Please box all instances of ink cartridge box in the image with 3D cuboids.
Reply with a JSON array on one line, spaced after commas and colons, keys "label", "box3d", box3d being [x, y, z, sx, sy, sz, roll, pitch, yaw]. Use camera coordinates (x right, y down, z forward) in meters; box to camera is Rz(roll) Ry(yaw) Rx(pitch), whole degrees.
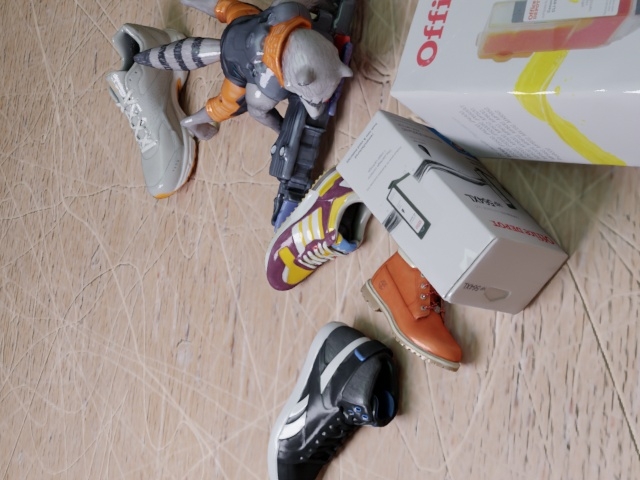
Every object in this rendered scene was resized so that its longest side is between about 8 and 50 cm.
[{"label": "ink cartridge box", "box3d": [0.280, -0.217, 0.858, 0.385, 0.160, 0.279, 8, 76, 44]}, {"label": "ink cartridge box", "box3d": [0.134, -0.029, 1.006, 0.086, 0.148, 0.203, -53, 53, 21]}]

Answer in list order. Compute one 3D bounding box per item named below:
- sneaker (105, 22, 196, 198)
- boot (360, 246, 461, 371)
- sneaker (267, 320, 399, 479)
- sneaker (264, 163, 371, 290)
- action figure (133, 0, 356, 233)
[{"label": "sneaker", "box3d": [-0.255, -0.189, 1.414, 0.099, 0.121, 0.262, -18, 71, 41]}, {"label": "boot", "box3d": [0.112, 0.071, 1.076, 0.084, 0.059, 0.158, -53, 51, 17]}, {"label": "sneaker", "box3d": [0.019, 0.211, 1.122, 0.121, 0.079, 0.216, 24, 98, 44]}, {"label": "sneaker", "box3d": [0.000, 0.000, 1.181, 0.185, 0.070, 0.084, -58, 45, 21]}, {"label": "action figure", "box3d": [-0.087, -0.184, 1.226, 0.330, 0.179, 0.341, 7, 86, 53]}]
